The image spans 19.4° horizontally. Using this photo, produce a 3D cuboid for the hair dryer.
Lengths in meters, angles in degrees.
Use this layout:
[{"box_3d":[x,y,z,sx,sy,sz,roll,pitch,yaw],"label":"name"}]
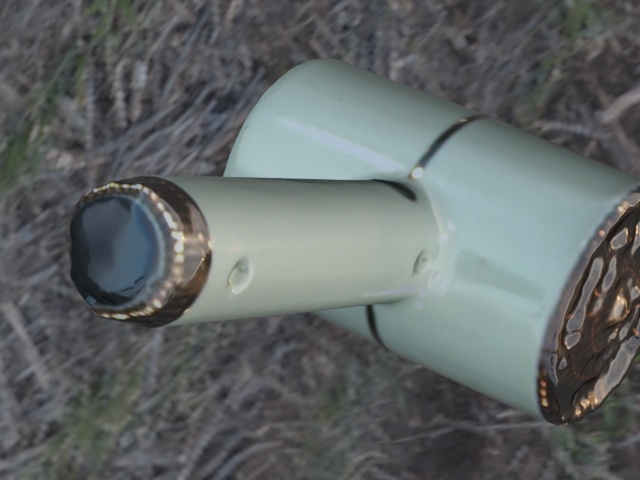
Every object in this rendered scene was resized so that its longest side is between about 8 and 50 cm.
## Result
[{"box_3d":[0.000,0.000,0.831,0.362,0.203,0.128,-2,113,-59],"label":"hair dryer"}]
